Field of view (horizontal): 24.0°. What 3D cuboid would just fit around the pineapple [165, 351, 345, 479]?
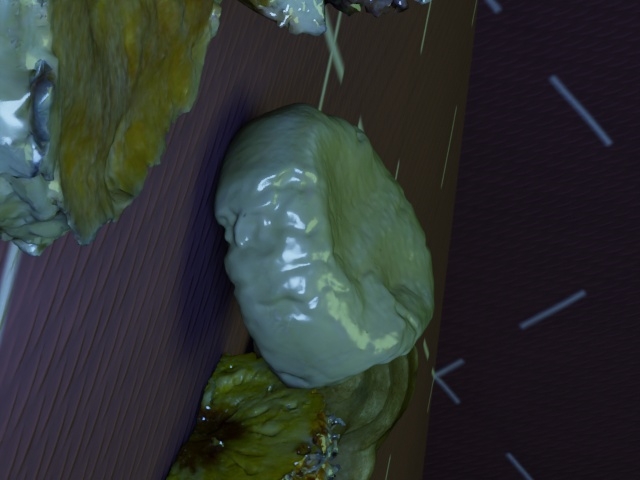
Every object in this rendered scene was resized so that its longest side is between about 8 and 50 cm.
[{"bbox_3d":[-0.042,0.174,1.166,0.233,0.135,0.079,-67,163,-49],"label":"pineapple"}]

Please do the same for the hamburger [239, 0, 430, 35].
[{"bbox_3d":[0.001,-0.268,0.859,0.245,0.155,0.282,-53,-133,53],"label":"hamburger"}]

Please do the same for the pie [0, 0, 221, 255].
[{"bbox_3d":[-0.099,-0.157,0.649,0.339,0.083,0.339,7,90,-82],"label":"pie"}]

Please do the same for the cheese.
[{"bbox_3d":[0.000,0.000,1.161,0.214,0.117,0.226,68,20,-5],"label":"cheese"}]

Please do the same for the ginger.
[{"bbox_3d":[-0.004,0.158,1.524,0.375,0.166,0.236,-1,122,-62],"label":"ginger"}]
